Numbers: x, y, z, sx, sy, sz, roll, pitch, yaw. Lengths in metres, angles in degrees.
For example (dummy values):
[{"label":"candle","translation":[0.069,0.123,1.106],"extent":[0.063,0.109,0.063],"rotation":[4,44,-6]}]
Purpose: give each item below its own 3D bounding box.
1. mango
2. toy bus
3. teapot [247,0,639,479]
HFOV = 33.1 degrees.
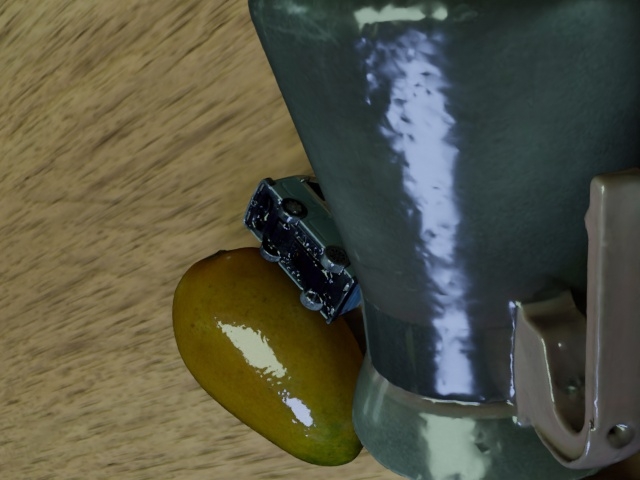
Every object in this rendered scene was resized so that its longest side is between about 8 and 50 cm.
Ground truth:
[{"label":"mango","translation":[-0.038,0.099,0.952],"extent":[0.221,0.120,0.151],"rotation":[41,135,19]},{"label":"toy bus","translation":[0.000,0.000,0.901],"extent":[0.123,0.075,0.060],"rotation":[48,134,22]},{"label":"teapot","translation":[0.106,-0.034,0.645],"extent":[0.300,0.253,0.344],"rotation":[-123,22,-65]}]
